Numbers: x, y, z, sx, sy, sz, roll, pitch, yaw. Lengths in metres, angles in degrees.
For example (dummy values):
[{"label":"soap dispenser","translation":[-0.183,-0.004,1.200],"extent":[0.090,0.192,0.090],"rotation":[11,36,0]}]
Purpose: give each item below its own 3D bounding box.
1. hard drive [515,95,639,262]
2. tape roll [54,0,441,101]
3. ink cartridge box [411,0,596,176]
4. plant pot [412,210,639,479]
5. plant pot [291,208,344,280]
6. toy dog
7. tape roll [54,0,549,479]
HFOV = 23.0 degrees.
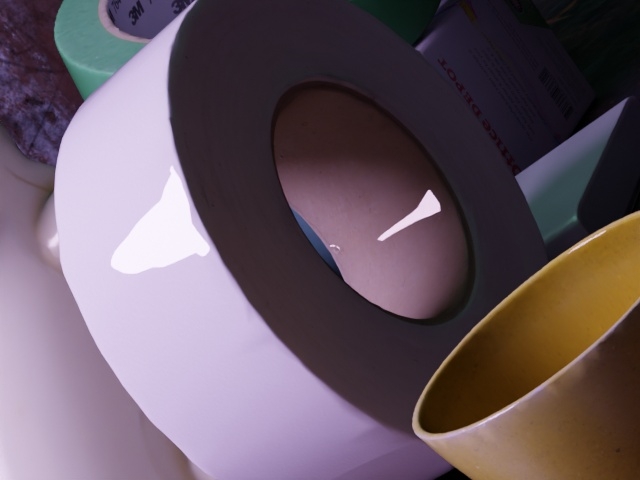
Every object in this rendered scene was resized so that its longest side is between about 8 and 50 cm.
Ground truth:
[{"label":"hard drive","translation":[0.095,0.029,1.115],"extent":[0.307,0.040,0.203],"rotation":[-36,10,33]},{"label":"tape roll","translation":[-0.060,-0.202,1.301],"extent":[0.321,0.077,0.321],"rotation":[-16,34,11]},{"label":"ink cartridge box","translation":[0.128,-0.119,1.315],"extent":[0.093,0.154,0.212],"rotation":[-27,15,36]},{"label":"plant pot","translation":[0.117,0.066,0.615],"extent":[0.134,0.095,0.134],"rotation":[-40,7,6]},{"label":"plant pot","translation":[-0.008,-0.088,1.419],"extent":[0.235,0.293,0.293],"rotation":[-17,22,40]},{"label":"toy dog","translation":[-0.202,0.076,0.939],"extent":[0.395,0.408,0.284],"rotation":[-47,10,-38]},{"label":"tape roll","translation":[0.000,0.000,0.849],"extent":[0.100,0.286,0.286],"rotation":[-36,9,35]}]
